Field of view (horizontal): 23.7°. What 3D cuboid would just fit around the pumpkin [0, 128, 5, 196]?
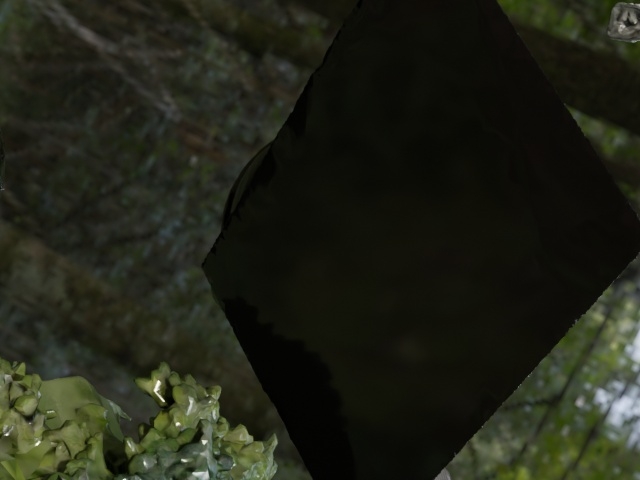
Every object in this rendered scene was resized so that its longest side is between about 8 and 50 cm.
[{"bbox_3d":[-0.420,-0.098,1.308,0.241,0.323,0.323,-32,-179,10],"label":"pumpkin"}]

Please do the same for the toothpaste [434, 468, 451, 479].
[{"bbox_3d":[0.107,0.259,1.055,0.068,0.282,0.099,-23,144,-1],"label":"toothpaste"}]

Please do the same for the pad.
[{"bbox_3d":[0.038,0.009,0.913,0.007,0.247,0.367,-10,149,-34],"label":"pad"}]

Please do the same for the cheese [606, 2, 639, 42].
[{"bbox_3d":[0.272,-0.147,1.076,0.036,0.162,0.086,-3,105,-43],"label":"cheese"}]

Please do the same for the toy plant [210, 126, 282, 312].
[{"bbox_3d":[0.000,0.000,1.285,0.235,0.218,0.175,60,14,-75],"label":"toy plant"}]

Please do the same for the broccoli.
[{"bbox_3d":[-0.191,0.229,1.234,0.338,0.317,0.277,-29,138,-36],"label":"broccoli"}]
